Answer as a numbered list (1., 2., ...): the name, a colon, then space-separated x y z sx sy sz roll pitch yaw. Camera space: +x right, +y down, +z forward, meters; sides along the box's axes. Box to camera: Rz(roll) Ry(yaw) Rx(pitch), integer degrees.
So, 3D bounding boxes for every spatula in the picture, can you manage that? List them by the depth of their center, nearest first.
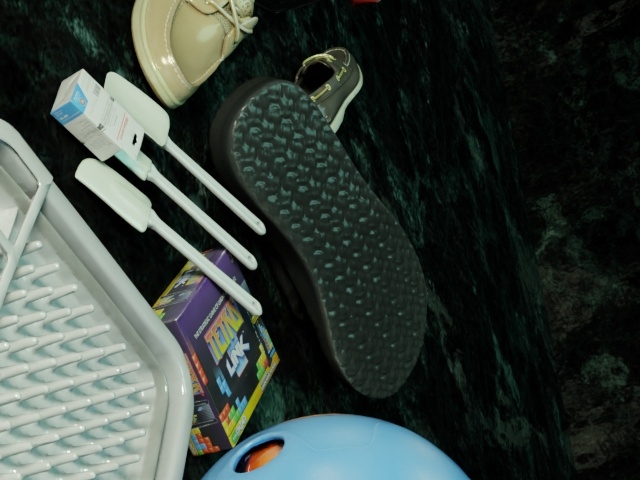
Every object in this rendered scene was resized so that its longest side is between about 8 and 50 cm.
1. spatula: -0.132 -0.043 1.162 0.242 0.019 0.168 42 29 -30

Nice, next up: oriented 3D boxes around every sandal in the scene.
1. sandal: 0.001 -0.003 1.387 0.167 0.107 0.446 -43 125 -24

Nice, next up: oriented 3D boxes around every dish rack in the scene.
1. dish rack: -0.208 0.110 0.848 0.286 0.072 0.333 -85 152 -45

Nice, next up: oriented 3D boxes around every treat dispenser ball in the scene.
1. treat dispenser ball: 0.013 0.288 0.992 0.288 0.288 0.288 -15 90 -70

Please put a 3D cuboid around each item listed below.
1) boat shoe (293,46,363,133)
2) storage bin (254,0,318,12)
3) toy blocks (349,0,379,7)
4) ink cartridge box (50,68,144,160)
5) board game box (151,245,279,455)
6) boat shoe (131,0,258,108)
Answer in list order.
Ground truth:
1. boat shoe: 0.004 -0.216 1.641 0.228 0.081 0.069 -72 146 -53
2. storage bin: -0.046 -0.367 1.555 0.180 0.122 0.084 2 73 -69
3. toy blocks: 0.026 -0.536 1.844 0.381 0.190 0.261 63 34 -32
4. ink cartridge box: -0.198 -0.106 1.070 0.083 0.028 0.048 45 34 -32
5. board game box: -0.105 0.103 1.165 0.170 0.048 0.141 -62 134 -63
6. boat shoe: -0.123 -0.251 1.298 0.302 0.098 0.109 -77 146 -53
